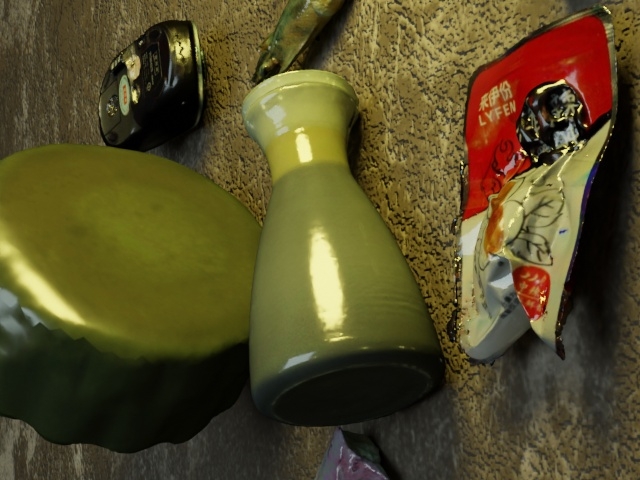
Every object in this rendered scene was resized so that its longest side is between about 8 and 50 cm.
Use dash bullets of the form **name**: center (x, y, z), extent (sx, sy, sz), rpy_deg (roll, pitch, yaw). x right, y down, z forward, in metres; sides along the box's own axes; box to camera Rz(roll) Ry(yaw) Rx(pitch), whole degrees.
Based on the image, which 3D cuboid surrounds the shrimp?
- **shrimp**: center (-0.025, -0.271, 1.216), extent (0.217, 0.051, 0.150), rpy_deg (-54, 42, 29)

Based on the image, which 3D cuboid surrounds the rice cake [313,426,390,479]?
- **rice cake**: center (-0.002, 0.318, 1.113), extent (0.081, 0.051, 0.290), rpy_deg (48, 126, 48)

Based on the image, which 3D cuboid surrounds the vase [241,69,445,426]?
- **vase**: center (0.000, 0.000, 1.048), extent (0.173, 0.173, 0.321), rpy_deg (-45, 48, 46)

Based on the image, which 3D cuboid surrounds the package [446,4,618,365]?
- **package**: center (0.166, -0.035, 0.889), extent (0.194, 0.071, 0.269), rpy_deg (-12, 64, 53)

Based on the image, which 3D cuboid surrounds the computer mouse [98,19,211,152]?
- **computer mouse**: center (-0.206, -0.193, 1.438), extent (0.233, 0.096, 0.137), rpy_deg (-23, 72, 49)

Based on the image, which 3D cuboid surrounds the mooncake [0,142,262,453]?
- **mooncake**: center (-0.228, 0.060, 1.210), extent (0.356, 0.356, 0.194), rpy_deg (60, 137, 40)
